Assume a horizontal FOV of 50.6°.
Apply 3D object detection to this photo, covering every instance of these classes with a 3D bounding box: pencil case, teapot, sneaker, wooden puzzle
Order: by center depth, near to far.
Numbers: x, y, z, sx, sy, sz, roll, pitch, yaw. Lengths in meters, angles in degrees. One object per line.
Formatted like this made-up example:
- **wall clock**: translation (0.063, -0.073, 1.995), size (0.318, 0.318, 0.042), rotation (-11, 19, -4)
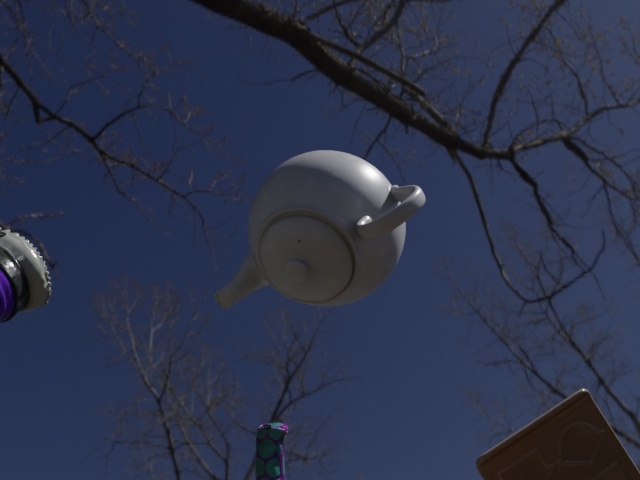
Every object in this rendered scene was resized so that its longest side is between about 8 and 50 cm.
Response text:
- **sneaker**: translation (-0.418, 0.042, 0.652), size (0.294, 0.146, 0.102), rotation (1, -68, 28)
- **teapot**: translation (0.000, 0.000, 0.974), size (0.253, 0.187, 0.256), rotation (18, -61, 9)
- **pencil case**: translation (-0.100, 0.459, 1.409), size (0.070, 0.151, 0.064), rotation (-7, -13, 27)
- **wooden puzzle**: translation (0.568, 0.567, 1.572), size (0.322, 0.347, 0.080), rotation (-30, -2, -8)
